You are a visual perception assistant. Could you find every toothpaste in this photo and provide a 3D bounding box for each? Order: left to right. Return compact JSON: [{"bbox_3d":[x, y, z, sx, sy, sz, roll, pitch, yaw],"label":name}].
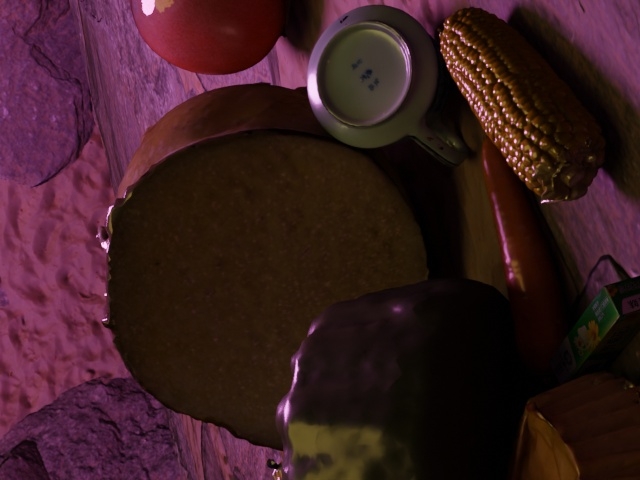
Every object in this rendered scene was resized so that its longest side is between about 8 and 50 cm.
[{"bbox_3d":[0.270,0.090,1.569,0.178,0.043,0.037,110,140,-60],"label":"toothpaste"}]

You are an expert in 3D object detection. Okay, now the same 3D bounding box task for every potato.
[{"bbox_3d":[-0.066,0.012,2.019,0.319,0.385,0.442,-93,-8,-66],"label":"potato"}]

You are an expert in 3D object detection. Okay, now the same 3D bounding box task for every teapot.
[{"bbox_3d":[0.082,-0.173,1.825,0.232,0.159,0.159,52,154,21],"label":"teapot"}]

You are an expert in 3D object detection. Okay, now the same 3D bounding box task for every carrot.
[{"bbox_3d":[0.210,0.015,1.684,0.062,0.066,0.271,-16,83,29],"label":"carrot"}]

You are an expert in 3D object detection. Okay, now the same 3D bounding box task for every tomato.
[{"bbox_3d":[-0.153,-0.355,2.263,0.256,0.224,0.255,176,90,-76],"label":"tomato"}]

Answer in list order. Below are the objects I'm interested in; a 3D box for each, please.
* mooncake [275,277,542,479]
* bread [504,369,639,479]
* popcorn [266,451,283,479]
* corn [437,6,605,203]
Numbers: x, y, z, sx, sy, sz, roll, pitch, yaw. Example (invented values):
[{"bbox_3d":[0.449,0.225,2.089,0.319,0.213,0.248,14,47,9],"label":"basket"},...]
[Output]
[{"bbox_3d":[0.103,0.219,1.688,0.194,0.356,0.356,-6,101,28],"label":"mooncake"},{"bbox_3d":[0.264,0.258,1.547,0.274,0.149,0.274,173,90,-73],"label":"bread"},{"bbox_3d":[0.013,0.338,2.334,0.218,0.169,0.189,177,80,-68],"label":"popcorn"},{"bbox_3d":[0.189,-0.137,1.573,0.091,0.091,0.260,40,-167,-44],"label":"corn"}]
